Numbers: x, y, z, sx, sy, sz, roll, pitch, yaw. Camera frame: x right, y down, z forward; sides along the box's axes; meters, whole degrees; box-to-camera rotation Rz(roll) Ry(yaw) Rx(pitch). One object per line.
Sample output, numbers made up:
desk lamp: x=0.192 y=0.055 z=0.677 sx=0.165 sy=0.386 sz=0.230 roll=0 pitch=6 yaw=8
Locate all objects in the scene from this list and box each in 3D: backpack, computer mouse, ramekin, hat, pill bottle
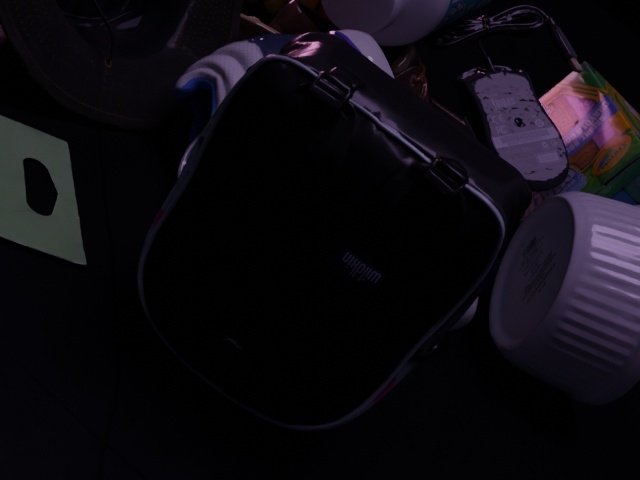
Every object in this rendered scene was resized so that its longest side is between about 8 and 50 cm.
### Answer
backpack: x=0.000 y=0.000 z=0.844 sx=0.225 sy=0.253 sz=0.191 roll=36 pitch=21 yaw=3
computer mouse: x=0.246 y=-0.169 z=1.410 sx=0.184 sy=0.060 sz=0.262 roll=-16 pitch=66 yaw=-21
ramekin: x=0.253 y=0.050 z=1.152 sx=0.109 sy=0.207 sz=0.207 roll=20 pitch=30 yaw=-13
hat: x=-0.214 y=-0.251 z=1.083 sx=0.134 sy=0.331 sz=0.331 roll=1 pitch=3 yaw=36
pill bottle: x=0.104 y=-0.304 z=1.309 sx=0.146 sy=0.146 sz=0.264 roll=43 pitch=38 yaw=10

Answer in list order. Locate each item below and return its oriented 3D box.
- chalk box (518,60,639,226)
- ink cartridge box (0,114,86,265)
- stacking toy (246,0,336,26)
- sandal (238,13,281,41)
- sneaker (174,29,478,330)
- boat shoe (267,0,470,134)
chalk box: x=0.348 y=-0.046 z=1.412 sx=0.180 sy=0.179 sz=0.289 roll=37 pitch=22 yaw=-32
ink cartridge box: x=-0.275 y=-0.084 z=0.853 sx=0.235 sy=0.056 sz=0.171 roll=19 pitch=31 yaw=-31
stacking toy: x=-0.069 y=-0.356 z=1.469 sx=0.302 sy=0.175 sz=0.165 roll=17 pitch=54 yaw=-10
sandal: x=-0.100 y=-0.227 z=1.268 sx=0.240 sy=0.088 sz=0.079 roll=28 pitch=33 yaw=-11
sneaker: x=-0.014 y=-0.039 z=1.076 sx=0.236 sy=0.130 sz=0.322 roll=-17 pitch=80 yaw=-28
boat shoe: x=0.078 y=-0.183 z=1.383 sx=0.342 sy=0.123 sz=0.123 roll=24 pitch=29 yaw=-27
